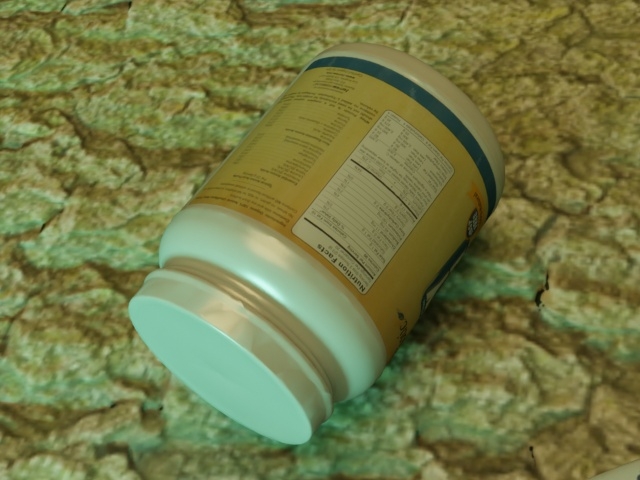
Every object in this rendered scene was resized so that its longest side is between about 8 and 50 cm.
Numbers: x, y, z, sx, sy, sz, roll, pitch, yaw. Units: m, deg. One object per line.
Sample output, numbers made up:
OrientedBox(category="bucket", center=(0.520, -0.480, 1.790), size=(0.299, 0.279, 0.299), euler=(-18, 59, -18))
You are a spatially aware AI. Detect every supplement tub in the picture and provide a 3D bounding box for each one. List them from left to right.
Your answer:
OrientedBox(category="supplement tub", center=(0.000, 0.000, 0.620), size=(0.144, 0.144, 0.199), euler=(23, 62, 29))

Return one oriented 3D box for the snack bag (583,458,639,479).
OrientedBox(category="snack bag", center=(0.155, 0.216, 0.389), size=(0.323, 0.037, 0.342), euler=(-24, 36, 14))
